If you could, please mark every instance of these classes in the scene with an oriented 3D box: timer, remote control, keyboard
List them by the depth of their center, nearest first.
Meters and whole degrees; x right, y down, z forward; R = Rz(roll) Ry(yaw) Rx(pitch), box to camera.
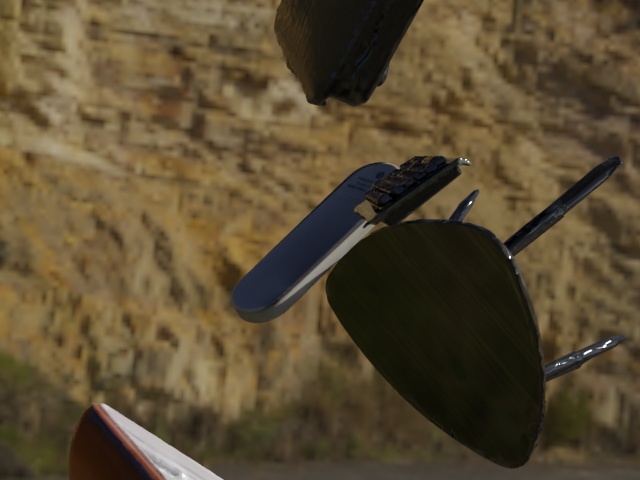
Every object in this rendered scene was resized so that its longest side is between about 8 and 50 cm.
[{"bbox_3d":[-0.088,0.265,1.305,0.257,0.161,0.250,36,-18,52],"label":"timer"},{"bbox_3d":[0.068,-0.043,1.331,0.093,0.025,0.230,-36,4,-1],"label":"keyboard"},{"bbox_3d":[0.000,0.000,1.751,0.077,0.245,0.022,23,-31,46],"label":"remote control"}]

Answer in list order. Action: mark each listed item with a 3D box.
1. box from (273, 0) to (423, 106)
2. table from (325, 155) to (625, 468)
[{"bbox_3d":[0.068,-0.348,1.971,0.091,0.359,0.350,22,15,-19],"label":"box"},{"bbox_3d":[0.221,0.037,1.833,0.249,0.317,0.317,-35,21,-35],"label":"table"}]
